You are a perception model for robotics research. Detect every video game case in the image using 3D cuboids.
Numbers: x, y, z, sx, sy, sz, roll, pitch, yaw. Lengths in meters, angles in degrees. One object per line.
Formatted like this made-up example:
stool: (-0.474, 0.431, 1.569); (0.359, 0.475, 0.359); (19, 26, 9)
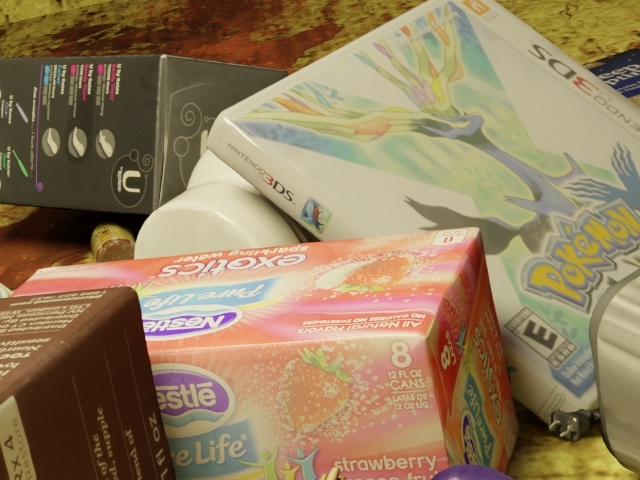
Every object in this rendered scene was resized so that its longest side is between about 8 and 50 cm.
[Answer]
video game case: (0.131, -0.042, 1.118); (0.300, 0.036, 0.329); (39, 40, 14)

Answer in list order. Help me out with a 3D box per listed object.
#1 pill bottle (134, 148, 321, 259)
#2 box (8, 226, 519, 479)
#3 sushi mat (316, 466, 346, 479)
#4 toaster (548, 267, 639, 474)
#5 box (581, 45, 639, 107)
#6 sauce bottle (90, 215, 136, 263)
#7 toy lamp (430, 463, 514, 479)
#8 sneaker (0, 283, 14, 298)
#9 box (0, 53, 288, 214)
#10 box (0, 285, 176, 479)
pill bottle: (0.012, -0.025, 1.201); (0.176, 0.176, 0.318); (2, 24, 37)
box: (-0.051, 0.096, 0.947); (0.300, 0.142, 0.154); (-5, 21, 20)
sushi mat: (-0.070, 0.221, 0.638); (0.151, 0.019, 0.316); (-44, 9, 28)
toaster: (0.249, 0.069, 0.859); (0.227, 0.129, 0.146); (-20, 22, -24)
box: (0.305, -0.151, 1.595); (0.136, 0.036, 0.225); (-18, 18, -16)
sauce bottle: (-0.185, 0.005, 1.449); (0.042, 0.042, 0.128); (-15, 15, -8)
toy lamp: (0.025, 0.195, 0.719); (0.080, 0.080, 0.274); (-1, 22, 30)
sneaker: (-0.228, 0.046, 1.100); (0.127, 0.208, 0.319); (-5, 20, 24)
box: (-0.181, -0.096, 1.511); (0.270, 0.143, 0.165); (5, 3, 42)
box: (-0.189, 0.167, 0.710); (0.143, 0.191, 0.381); (-5, 16, 19)
